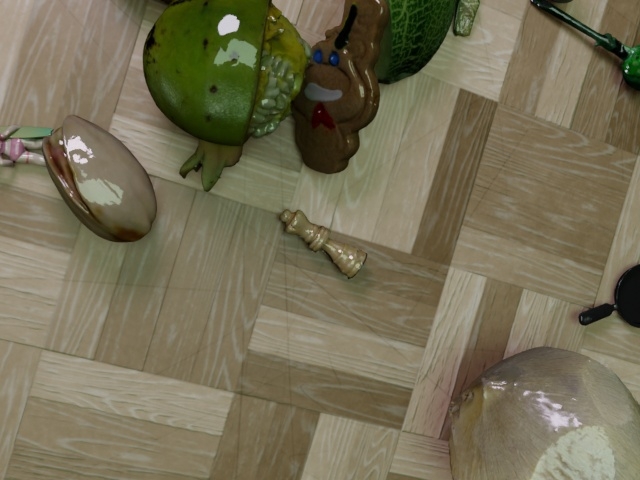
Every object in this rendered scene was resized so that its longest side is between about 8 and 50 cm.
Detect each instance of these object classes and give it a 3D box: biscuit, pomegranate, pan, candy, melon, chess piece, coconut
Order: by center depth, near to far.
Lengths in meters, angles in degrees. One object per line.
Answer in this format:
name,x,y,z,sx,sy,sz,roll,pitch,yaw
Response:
pomegranate,-0.155,-0.243,0.946,0.261,0.260,0.340,14,114,-13
biscuit,0.026,-0.265,0.997,0.183,0.047,0.319,44,127,19
melon,0.139,-0.460,1.034,0.226,0.331,0.343,-12,106,25
coconut,0.395,0.352,1.049,0.346,0.346,0.360,-41,102,-8
chess piece,0.000,0.000,1.083,0.172,0.060,0.060,34,86,-10
candy,0.551,-0.395,1.180,0.324,0.097,0.097,29,87,-5
pan,0.624,0.127,1.242,0.235,0.028,0.136,-16,96,-15

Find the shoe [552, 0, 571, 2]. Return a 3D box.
shoe,0.397,-0.553,1.118,0.251,0.103,0.100,39,77,-13

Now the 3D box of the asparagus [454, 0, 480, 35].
asparagus,0.275,-0.474,1.121,0.041,0.045,0.178,-4,100,-51

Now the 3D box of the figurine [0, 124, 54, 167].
figurine,-0.504,-0.154,0.953,0.188,0.083,0.083,10,91,-23

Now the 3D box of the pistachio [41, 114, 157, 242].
pistachio,-0.347,-0.092,0.953,0.144,0.144,0.215,-40,101,-8

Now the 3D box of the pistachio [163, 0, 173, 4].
pistachio,-0.257,-0.454,0.963,0.210,0.165,0.130,26,126,-25
